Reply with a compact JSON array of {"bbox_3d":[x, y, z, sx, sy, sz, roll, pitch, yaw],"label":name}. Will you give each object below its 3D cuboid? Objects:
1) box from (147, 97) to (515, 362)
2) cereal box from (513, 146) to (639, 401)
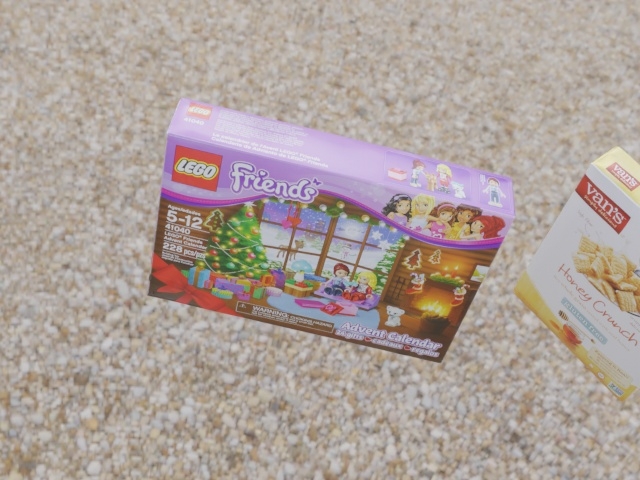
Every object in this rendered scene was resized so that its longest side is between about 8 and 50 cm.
[{"bbox_3d":[0.000,0.000,0.793,0.293,0.201,0.057,13,43,-4],"label":"box"},{"bbox_3d":[0.302,0.042,0.891,0.047,0.240,0.173,-31,65,-25],"label":"cereal box"}]
